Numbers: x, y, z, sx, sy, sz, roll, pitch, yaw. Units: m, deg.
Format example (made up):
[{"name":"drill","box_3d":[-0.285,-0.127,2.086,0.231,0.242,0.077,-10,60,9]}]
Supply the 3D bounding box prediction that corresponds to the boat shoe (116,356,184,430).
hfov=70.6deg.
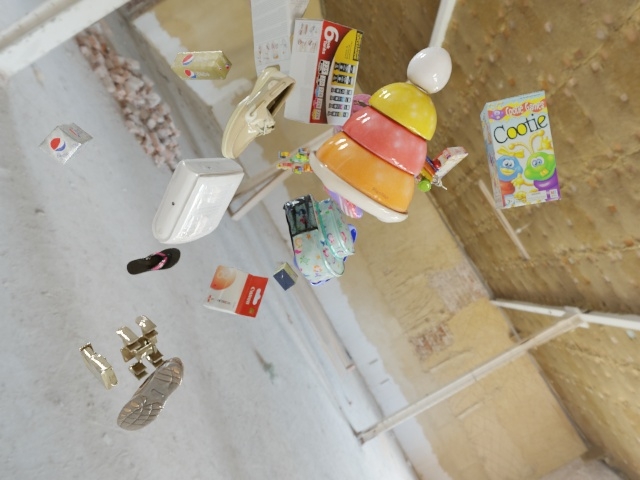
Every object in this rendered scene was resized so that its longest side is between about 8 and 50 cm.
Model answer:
[{"name":"boat shoe","box_3d":[-0.612,0.561,1.658,0.123,0.324,0.116,44,3,-15]}]

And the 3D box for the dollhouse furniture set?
[{"name":"dollhouse furniture set","box_3d":[-0.740,0.413,1.700,0.161,0.242,0.212,28,-47,31]}]

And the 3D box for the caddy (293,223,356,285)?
[{"name":"caddy","box_3d":[0.033,0.051,2.069,0.179,0.341,0.241,40,29,29]}]

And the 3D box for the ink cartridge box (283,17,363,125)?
[{"name":"ink cartridge box","box_3d":[0.033,-0.555,1.524,0.130,0.272,0.309,24,-65,37]}]

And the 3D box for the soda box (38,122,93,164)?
[{"name":"soda box","box_3d":[-0.879,-0.342,1.574,0.091,0.098,0.286,41,0,-25]}]

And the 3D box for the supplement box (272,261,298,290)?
[{"name":"supplement box","box_3d":[-0.144,0.148,1.866,0.083,0.056,0.083,52,15,-11]}]

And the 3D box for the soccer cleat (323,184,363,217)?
[{"name":"soccer cleat","box_3d":[0.117,-0.204,2.178,0.248,0.083,0.095,45,-26,-7]}]

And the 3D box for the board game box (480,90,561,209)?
[{"name":"board game box","box_3d":[0.528,-0.230,1.204,0.144,0.142,0.275,-13,93,-76]}]

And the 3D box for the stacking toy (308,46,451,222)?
[{"name":"stacking toy","box_3d":[0.222,-0.324,1.307,0.351,0.479,0.350,31,18,-11]}]

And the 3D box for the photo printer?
[{"name":"photo printer","box_3d":[-0.410,-0.123,1.501,0.107,0.307,0.256,40,26,14]}]

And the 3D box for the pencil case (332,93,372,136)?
[{"name":"pencil case","box_3d":[0.143,-0.454,1.844,0.160,0.167,0.386,48,-4,3]}]

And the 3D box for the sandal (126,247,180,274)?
[{"name":"sandal","box_3d":[-0.555,0.071,1.507,0.040,0.179,0.067,121,-50,-71]}]

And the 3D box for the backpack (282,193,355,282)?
[{"name":"backpack","box_3d":[0.000,0.000,1.420,0.225,0.191,0.253,39,41,-65]}]

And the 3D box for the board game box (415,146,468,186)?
[{"name":"board game box","box_3d":[0.486,-0.298,1.830,0.147,0.193,0.045,-16,69,-48]}]

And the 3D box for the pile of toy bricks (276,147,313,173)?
[{"name":"pile of toy bricks","box_3d":[-0.085,-0.365,2.034,0.105,0.212,0.118,0,-92,56]}]

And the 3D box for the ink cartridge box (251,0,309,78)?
[{"name":"ink cartridge box","box_3d":[-0.141,-0.755,1.579,0.308,0.091,0.384,25,-57,56]}]

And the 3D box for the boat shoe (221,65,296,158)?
[{"name":"boat shoe","box_3d":[-0.180,-0.360,1.313,0.098,0.302,0.109,30,-6,11]}]

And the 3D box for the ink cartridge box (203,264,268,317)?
[{"name":"ink cartridge box","box_3d":[-0.275,0.165,1.465,0.045,0.179,0.145,60,41,-57]}]

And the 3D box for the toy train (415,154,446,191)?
[{"name":"toy train","box_3d":[0.398,-0.233,1.682,0.248,0.105,0.143,41,42,-22]}]

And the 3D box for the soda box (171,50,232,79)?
[{"name":"soda box","box_3d":[-0.362,-0.529,1.371,0.181,0.061,0.058,11,-18,30]}]
